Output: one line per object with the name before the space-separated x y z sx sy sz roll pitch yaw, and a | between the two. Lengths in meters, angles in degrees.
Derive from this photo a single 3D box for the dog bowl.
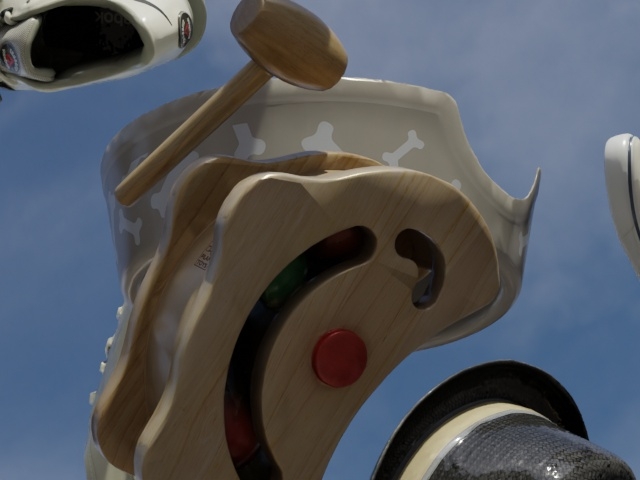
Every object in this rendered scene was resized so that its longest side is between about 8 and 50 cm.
dog bowl | 0.000 0.000 1.151 0.348 0.102 0.349 -1 -23 0

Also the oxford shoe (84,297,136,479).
oxford shoe | -0.155 0.117 1.435 0.130 0.449 0.169 -5 -23 21

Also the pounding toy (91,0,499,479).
pounding toy | -0.019 0.023 0.766 0.154 0.155 0.269 19 -89 -29

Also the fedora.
fedora | 0.190 0.273 1.391 0.334 0.152 0.334 -4 -84 -42

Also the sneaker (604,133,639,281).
sneaker | 0.363 0.005 1.498 0.091 0.094 0.258 -16 -73 29

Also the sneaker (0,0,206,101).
sneaker | -0.282 -0.193 1.356 0.330 0.146 0.122 -4 -70 13
